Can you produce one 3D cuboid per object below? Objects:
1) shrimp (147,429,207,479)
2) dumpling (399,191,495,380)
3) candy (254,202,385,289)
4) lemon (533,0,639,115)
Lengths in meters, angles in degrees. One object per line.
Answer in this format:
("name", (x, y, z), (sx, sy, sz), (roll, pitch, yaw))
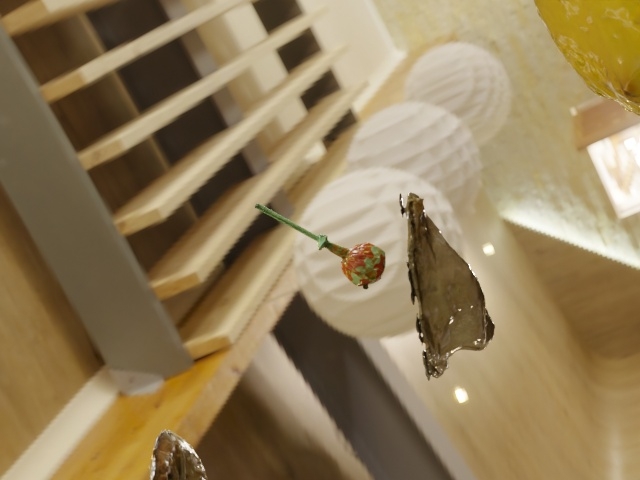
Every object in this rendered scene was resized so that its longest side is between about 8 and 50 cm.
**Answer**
("shrimp", (-0.115, 0.206, 0.874), (0.180, 0.041, 0.099), (-49, -53, -80))
("dumpling", (0.158, 0.081, 1.350), (0.332, 0.086, 0.166), (59, -158, -58))
("candy", (0.000, 0.000, 1.375), (0.184, 0.056, 0.049), (29, -174, -15))
("lemon", (0.345, -0.269, 0.902), (0.350, 0.387, 0.350), (37, 168, 9))
